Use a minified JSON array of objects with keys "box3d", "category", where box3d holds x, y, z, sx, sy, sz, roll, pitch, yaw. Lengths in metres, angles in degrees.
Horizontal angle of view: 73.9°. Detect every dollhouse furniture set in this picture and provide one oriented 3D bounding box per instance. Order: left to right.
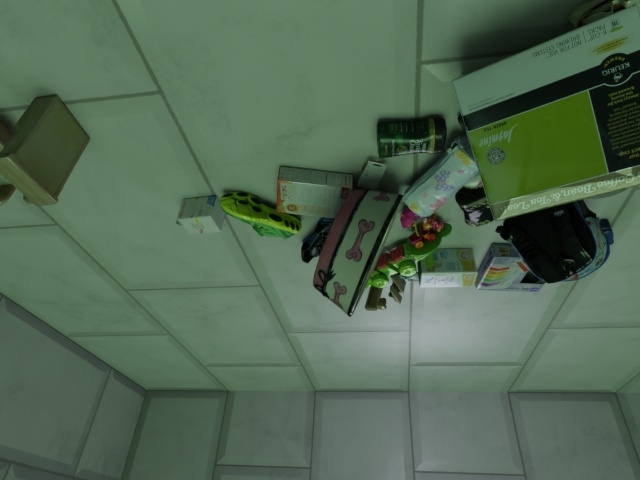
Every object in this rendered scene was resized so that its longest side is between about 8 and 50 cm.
[{"box3d":[-0.895,-0.233,1.165,0.393,0.257,0.362,-4,143,10],"category":"dollhouse furniture set"},{"box3d":[0.249,0.201,1.766,0.151,0.144,0.123,-4,140,35],"category":"dollhouse furniture set"}]

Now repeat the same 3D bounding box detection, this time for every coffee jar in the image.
[{"box3d":[0.246,-0.277,1.151,0.184,0.079,0.096,-3,143,9],"category":"coffee jar"}]

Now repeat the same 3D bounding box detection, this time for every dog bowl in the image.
[{"box3d":[0.111,0.021,1.327,0.150,0.408,0.408,24,144,9],"category":"dog bowl"}]

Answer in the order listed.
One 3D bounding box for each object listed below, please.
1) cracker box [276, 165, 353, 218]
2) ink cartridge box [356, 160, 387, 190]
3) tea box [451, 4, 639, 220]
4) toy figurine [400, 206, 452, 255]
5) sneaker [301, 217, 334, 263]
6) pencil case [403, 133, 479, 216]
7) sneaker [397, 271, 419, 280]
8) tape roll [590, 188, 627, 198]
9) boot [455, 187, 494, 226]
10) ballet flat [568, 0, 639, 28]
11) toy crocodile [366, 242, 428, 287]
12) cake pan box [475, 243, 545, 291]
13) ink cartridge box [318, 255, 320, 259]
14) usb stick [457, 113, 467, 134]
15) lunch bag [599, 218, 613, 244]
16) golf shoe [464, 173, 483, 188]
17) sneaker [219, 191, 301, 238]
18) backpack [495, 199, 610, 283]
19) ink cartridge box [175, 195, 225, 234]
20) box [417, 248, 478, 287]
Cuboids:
[{"box3d":[-0.021,-0.149,1.359,0.232,0.067,0.156,7,144,-3],"category":"cracker box"},{"box3d":[0.157,-0.204,1.300,0.062,0.029,0.115,11,142,-9],"category":"ink cartridge box"},{"box3d":[0.502,-0.254,0.917,0.328,0.220,0.324,-15,101,28],"category":"tea box"},{"box3d":[0.341,-0.058,1.431,0.173,0.130,0.159,-30,126,7],"category":"toy figurine"},{"box3d":[0.000,0.000,1.537,0.081,0.091,0.232,19,141,-20],"category":"sneaker"},{"box3d":[0.359,-0.182,1.237,0.124,0.114,0.273,-3,151,-30],"category":"pencil case"},{"box3d":[0.343,0.132,1.671,0.059,0.053,0.144,33,175,0],"category":"sneaker"},{"box3d":[0.691,-0.211,1.083,0.219,0.219,0.072,-11,140,19],"category":"tape roll"},{"box3d":[0.545,-0.135,1.325,0.236,0.085,0.178,-22,149,14],"category":"boot"},{"box3d":[0.602,-0.480,0.868,0.168,0.052,0.057,-20,136,28],"category":"ballet flat"},{"box3d":[0.264,0.087,1.611,0.105,0.115,0.340,30,136,-30],"category":"toy crocodile"},{"box3d":[0.759,0.111,1.641,0.266,0.070,0.246,3,146,1],"category":"cake pan box"},{"box3d":[0.073,0.104,1.661,0.060,0.104,0.180,-26,135,33],"category":"ink cartridge box"},{"box3d":[0.483,-0.352,1.058,0.277,0.045,0.077,-24,134,33],"category":"usb stick"},{"box3d":[0.953,-0.022,1.444,0.067,0.065,0.098,-20,138,28],"category":"lunch bag"},{"box3d":[0.488,-0.218,1.226,0.186,0.068,0.086,-29,129,24],"category":"golf shoe"},{"box3d":[-0.210,-0.068,1.450,0.295,0.110,0.123,22,136,-23],"category":"sneaker"},{"box3d":[0.742,-0.002,1.326,0.213,0.264,0.276,6,147,-30],"category":"backpack"},{"box3d":[-0.414,-0.085,1.459,0.143,0.092,0.090,-4,144,13],"category":"ink cartridge box"},{"box3d":[0.478,0.105,1.616,0.203,0.114,0.103,-1,142,7],"category":"box"}]
